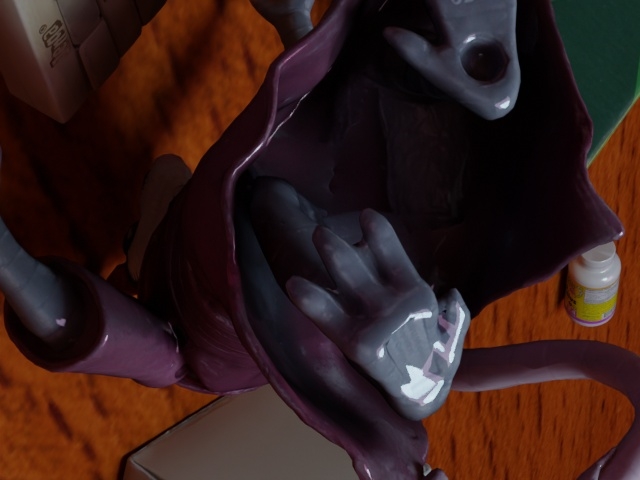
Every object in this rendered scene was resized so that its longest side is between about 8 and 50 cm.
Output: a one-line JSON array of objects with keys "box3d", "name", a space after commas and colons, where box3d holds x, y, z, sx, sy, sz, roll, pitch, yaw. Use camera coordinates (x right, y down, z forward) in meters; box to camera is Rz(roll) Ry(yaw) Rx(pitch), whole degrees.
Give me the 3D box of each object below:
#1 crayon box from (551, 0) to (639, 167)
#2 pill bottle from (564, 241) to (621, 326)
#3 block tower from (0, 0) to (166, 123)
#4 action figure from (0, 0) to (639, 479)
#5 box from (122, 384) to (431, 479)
[{"box3d": [0.169, -0.164, 1.111, 0.318, 0.081, 0.202, -52, -172, -16], "name": "crayon box"}, {"box3d": [0.225, 0.031, 1.605, 0.043, 0.043, 0.083, -46, 152, -29], "name": "pill bottle"}, {"box3d": [-0.037, -0.207, 0.756, 0.335, 0.097, 0.091, -52, 155, -20], "name": "block tower"}, {"box3d": [0.000, 0.000, 0.843, 0.248, 0.276, 0.370, -37, -179, -25], "name": "action figure"}, {"box3d": [-0.048, 0.222, 1.189, 0.148, 0.127, 0.232, -28, 141, -49], "name": "box"}]
